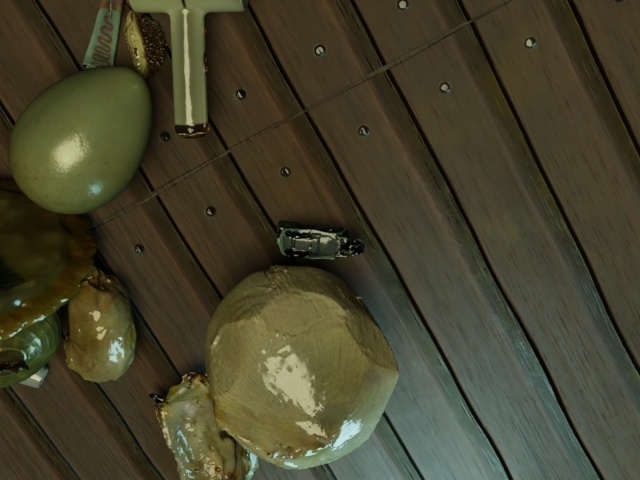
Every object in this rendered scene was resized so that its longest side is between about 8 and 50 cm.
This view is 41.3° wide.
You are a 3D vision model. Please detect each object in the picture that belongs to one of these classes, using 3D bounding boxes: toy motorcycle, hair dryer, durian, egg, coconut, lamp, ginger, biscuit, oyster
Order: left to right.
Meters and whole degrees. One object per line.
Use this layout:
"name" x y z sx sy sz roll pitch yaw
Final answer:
"biscuit" -0.587 0.009 1.540 0.335 0.329 0.078 30 139 0
"lamp" -0.604 0.176 1.603 0.250 0.284 0.250 -18 129 -24
"egg" -0.414 -0.182 1.502 0.218 0.218 0.295 40 94 -10
"ginger" -0.432 0.175 1.666 0.152 0.138 0.267 18 114 3
"durian" -0.313 -0.354 1.536 0.066 0.052 0.130 7 111 42
"hair dryer" -0.224 -0.336 1.465 0.203 0.128 0.361 0 102 2
"oyster" -0.202 0.426 1.744 0.221 0.096 0.360 -8 107 36
"coconut" -0.039 0.230 1.523 0.347 0.360 0.346 -5 115 -11
"toy motorcycle" 0.000 0.000 1.599 0.173 0.100 0.058 5 110 5

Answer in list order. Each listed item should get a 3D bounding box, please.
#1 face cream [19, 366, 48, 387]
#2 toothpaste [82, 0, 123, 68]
"face cream" -0.653 0.244 1.747 0.182 0.051 0.072 27 110 -7
"toothpaste" -0.378 -0.400 1.520 0.056 0.036 0.205 17 113 -4
